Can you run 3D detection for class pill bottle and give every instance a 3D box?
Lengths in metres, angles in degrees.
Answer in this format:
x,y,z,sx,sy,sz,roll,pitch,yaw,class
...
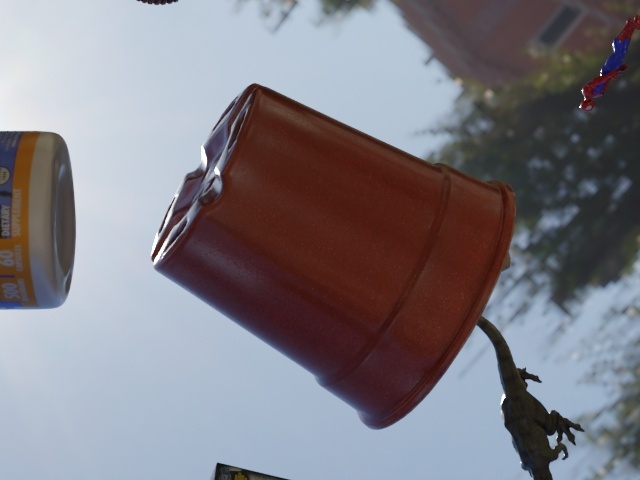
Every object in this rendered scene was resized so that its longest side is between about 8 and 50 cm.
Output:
x,y,z,sx,sy,sz,roll,pitch,yaw,class
-0.351,-0.016,1.474,0.272,0.152,0.152,-1,-152,0,pill bottle

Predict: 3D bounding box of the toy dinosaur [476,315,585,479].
x,y,z,sx,sy,sz,roll,pitch,yaw,class
0.224,0.184,1.914,0.118,0.064,0.268,2,-116,-60,toy dinosaur

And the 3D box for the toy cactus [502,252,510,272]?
x,y,z,sx,sy,sz,roll,pitch,yaw,class
0.135,0.039,2.078,0.180,0.219,0.112,-13,-161,-21,toy cactus

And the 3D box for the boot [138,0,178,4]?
x,y,z,sx,sy,sz,roll,pitch,yaw,class
-0.155,-0.299,1.848,0.158,0.059,0.085,-11,-116,-35,boot

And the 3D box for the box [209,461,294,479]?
x,y,z,sx,sy,sz,roll,pitch,yaw,class
-0.050,0.253,1.434,0.094,0.027,0.137,15,-134,-12,box

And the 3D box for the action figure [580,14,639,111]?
x,y,z,sx,sy,sz,roll,pitch,yaw,class
0.305,-0.181,1.829,0.030,0.115,0.038,40,-148,11,action figure

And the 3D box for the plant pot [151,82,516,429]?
x,y,z,sx,sy,sz,roll,pitch,yaw,class
0.000,0.000,1.661,0.265,0.272,0.272,29,-155,-14,plant pot
